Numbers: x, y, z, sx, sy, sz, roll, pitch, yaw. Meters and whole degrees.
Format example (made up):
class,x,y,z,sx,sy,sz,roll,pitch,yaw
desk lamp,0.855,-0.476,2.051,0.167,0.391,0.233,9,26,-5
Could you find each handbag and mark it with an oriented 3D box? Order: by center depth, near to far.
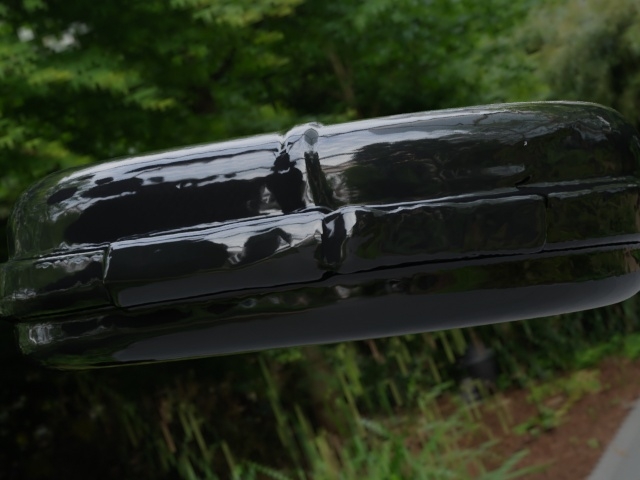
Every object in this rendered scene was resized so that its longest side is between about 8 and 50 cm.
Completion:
class,x,y,z,sx,sy,sz,roll,pitch,yaw
handbag,0.000,-0.001,0.601,0.308,0.093,0.254,-8,-3,20
